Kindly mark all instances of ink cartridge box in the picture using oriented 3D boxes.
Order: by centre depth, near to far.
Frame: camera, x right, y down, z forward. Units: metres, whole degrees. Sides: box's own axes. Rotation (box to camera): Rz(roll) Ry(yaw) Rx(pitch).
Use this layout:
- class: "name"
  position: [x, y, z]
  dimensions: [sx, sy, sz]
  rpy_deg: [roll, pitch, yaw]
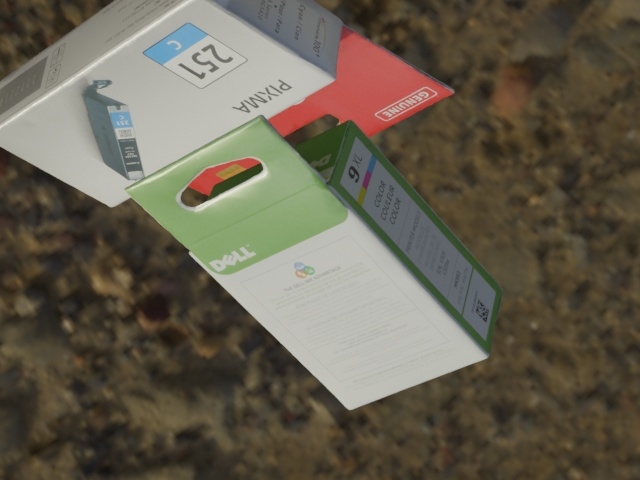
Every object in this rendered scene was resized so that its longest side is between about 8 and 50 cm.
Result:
- class: "ink cartridge box"
  position: [0.000, 0.000, 1.026]
  dimensions: [0.109, 0.062, 0.209]
  rpy_deg: [-24, 123, 34]
- class: "ink cartridge box"
  position: [-0.084, -0.103, 1.453]
  dimensions: [0.261, 0.066, 0.296]
  rpy_deg: [29, 144, -32]
